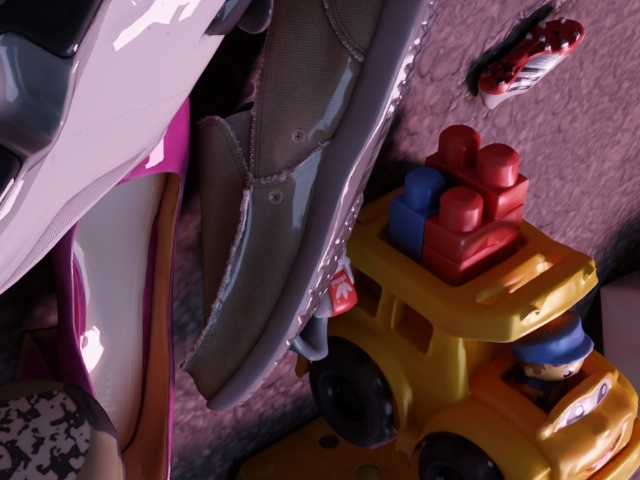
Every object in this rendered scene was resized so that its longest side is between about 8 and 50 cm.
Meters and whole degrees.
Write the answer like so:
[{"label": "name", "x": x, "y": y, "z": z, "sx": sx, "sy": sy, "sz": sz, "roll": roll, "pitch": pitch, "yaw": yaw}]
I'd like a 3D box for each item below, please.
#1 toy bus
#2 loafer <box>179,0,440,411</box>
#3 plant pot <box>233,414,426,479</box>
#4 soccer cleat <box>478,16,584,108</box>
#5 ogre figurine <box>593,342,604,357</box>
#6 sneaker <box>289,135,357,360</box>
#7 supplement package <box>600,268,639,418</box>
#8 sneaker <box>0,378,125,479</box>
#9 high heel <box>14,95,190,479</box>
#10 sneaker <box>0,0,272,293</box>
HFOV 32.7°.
[{"label": "toy bus", "x": 0.103, "y": 0.045, "z": 0.682, "sx": 0.149, "sy": 0.220, "sz": 0.212, "roll": -26, "pitch": 137, "yaw": -36}, {"label": "loafer", "x": -0.021, "y": -0.034, "z": 0.548, "sx": 0.094, "sy": 0.087, "sz": 0.251, "roll": -46, "pitch": 160, "yaw": -76}, {"label": "plant pot", "x": 0.038, "y": 0.247, "z": 0.852, "sx": 0.212, "sy": 0.212, "sz": 0.187, "roll": -25, "pitch": 130, "yaw": -32}, {"label": "soccer cleat", "x": 0.137, "y": -0.116, "z": 0.714, "sx": 0.083, "sy": 0.029, "sz": 0.036, "roll": -36, "pitch": 156, "yaw": -12}, {"label": "ogre figurine", "x": 0.252, "y": 0.202, "z": 1.156, "sx": 0.197, "sy": 0.097, "sz": 0.118, "roll": -45, "pitch": 163, "yaw": 19}, {"label": "sneaker", "x": 0.000, "y": 0.000, "z": 0.628, "sx": 0.057, "sy": 0.075, "sz": 0.161, "roll": -18, "pitch": 139, "yaw": -39}, {"label": "supplement package", "x": 0.456, "y": 0.101, "z": 1.151, "sx": 0.293, "sy": 0.177, "sz": 0.175, "roll": -18, "pitch": 106, "yaw": -38}, {"label": "sneaker", "x": -0.247, "y": 0.152, "z": 0.371, "sx": 0.410, "sy": 0.158, "sz": 0.182, "roll": -31, "pitch": 145, "yaw": -29}, {"label": "high heel", "x": -0.087, "y": 0.027, "z": 0.512, "sx": 0.082, "sy": 0.117, "sz": 0.244, "roll": -8, "pitch": 132, "yaw": -46}, {"label": "sneaker", "x": -0.079, "y": -0.108, "z": 0.389, "sx": 0.331, "sy": 0.122, "sz": 0.146, "roll": -53, "pitch": 175, "yaw": -8}]
